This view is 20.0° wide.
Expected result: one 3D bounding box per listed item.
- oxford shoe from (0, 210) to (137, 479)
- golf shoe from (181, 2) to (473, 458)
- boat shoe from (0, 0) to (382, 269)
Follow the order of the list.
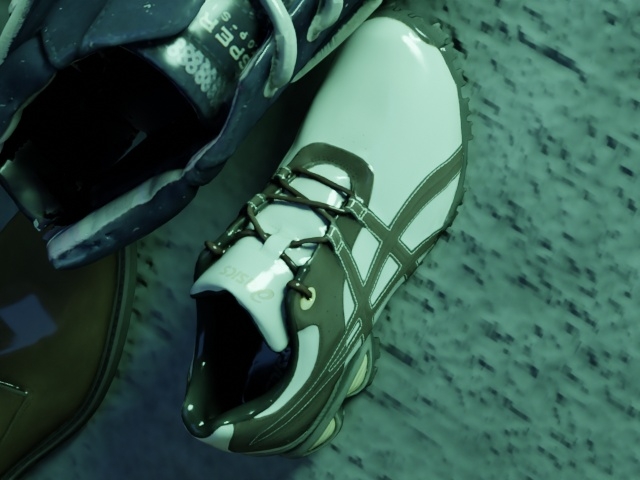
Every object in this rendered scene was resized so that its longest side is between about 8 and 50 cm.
[{"bbox_3d":[-0.159,0.068,0.816,0.083,0.096,0.227,39,107,22],"label":"oxford shoe"},{"bbox_3d":[0.000,0.000,0.732,0.077,0.094,0.198,22,101,26],"label":"golf shoe"},{"bbox_3d":[-0.003,-0.118,0.672,0.127,0.158,0.340,39,121,-18],"label":"boat shoe"}]
